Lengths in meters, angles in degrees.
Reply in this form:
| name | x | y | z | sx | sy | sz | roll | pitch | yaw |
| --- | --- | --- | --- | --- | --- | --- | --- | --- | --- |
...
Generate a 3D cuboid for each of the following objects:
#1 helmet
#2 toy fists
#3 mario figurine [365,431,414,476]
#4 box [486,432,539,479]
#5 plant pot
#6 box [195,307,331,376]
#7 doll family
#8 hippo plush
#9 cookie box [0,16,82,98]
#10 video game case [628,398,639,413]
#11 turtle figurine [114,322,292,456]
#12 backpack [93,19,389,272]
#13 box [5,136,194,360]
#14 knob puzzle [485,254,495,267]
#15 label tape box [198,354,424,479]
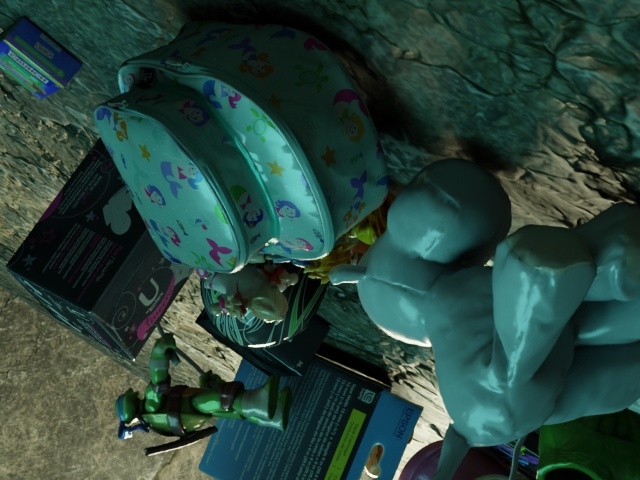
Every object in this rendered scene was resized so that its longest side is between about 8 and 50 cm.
| name | x | y | z | sx | sy | sz | roll | pitch | yaw |
| --- | --- | --- | --- | --- | --- | --- | --- | --- | --- |
| helmet | -0.073 | 0.052 | 1.583 | 0.169 | 0.161 | 0.169 | 30 | 163 | 10 |
| toy fists | 0.365 | 0.274 | 1.470 | 0.279 | 0.142 | 0.096 | 38 | 131 | -17 |
| mario figurine | 0.004 | 0.343 | 2.194 | 0.320 | 0.170 | 0.198 | 6 | 178 | 36 |
| box | 0.317 | 0.325 | 1.869 | 0.116 | 0.029 | 0.162 | 32 | 165 | 4 |
| plant pot | 0.233 | 0.415 | 1.945 | 0.201 | 0.201 | 0.180 | 36 | 170 | -10 |
| box | -0.091 | 0.132 | 1.947 | 0.156 | 0.093 | 0.158 | 37 | 163 | -13 |
| doll family | 0.000 | 0.000 | 1.298 | 0.163 | 0.263 | 0.118 | 31 | 127 | 50 |
| hippo plush | 0.156 | 0.059 | 1.134 | 0.234 | 0.294 | 0.236 | 8 | -156 | -41 |
| cookie box | -0.350 | -0.220 | 1.530 | 0.092 | 0.040 | 0.107 | 40 | 161 | -20 |
| video game case | 0.361 | 0.128 | 1.233 | 0.210 | 0.042 | 0.232 | 16 | 156 | 44 |
| turtle figurine | -0.181 | 0.205 | 1.980 | 0.266 | 0.275 | 0.198 | 5 | 129 | 14 |
| backpack | -0.069 | -0.084 | 1.158 | 0.253 | 0.191 | 0.225 | 7 | 130 | 45 |
| box | -0.242 | -0.003 | 1.581 | 0.142 | 0.247 | 0.163 | 26 | 162 | 24 |
| knob puzzle | 0.188 | 0.061 | 1.376 | 0.213 | 0.030 | 0.213 | 30 | 163 | 10 |
| label tape box | -0.002 | 0.324 | 2.023 | 0.347 | 0.249 | 0.115 | 20 | 176 | 34 |
